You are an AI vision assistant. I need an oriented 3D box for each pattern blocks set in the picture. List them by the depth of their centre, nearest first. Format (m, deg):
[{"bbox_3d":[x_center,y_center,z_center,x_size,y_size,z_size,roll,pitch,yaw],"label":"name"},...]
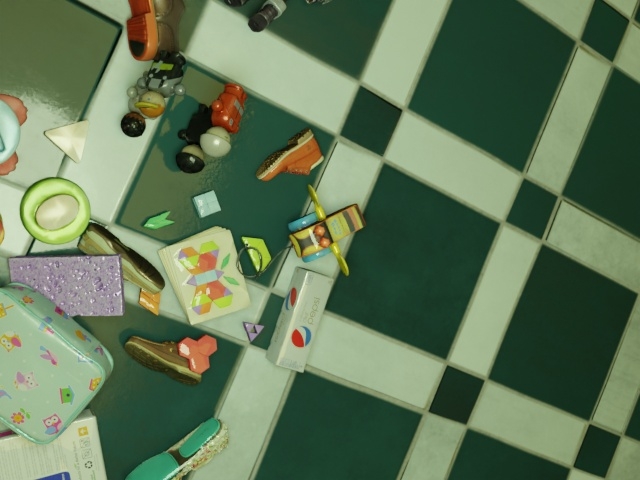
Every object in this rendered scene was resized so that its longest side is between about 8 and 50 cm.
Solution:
[{"bbox_3d":[-0.233,0.076,1.668,0.285,0.026,0.325,-33,97,-20],"label":"pattern blocks set"}]

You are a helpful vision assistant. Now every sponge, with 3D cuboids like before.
[{"bbox_3d":[-0.480,0.086,1.545,0.210,0.031,0.117,-1,98,0],"label":"sponge"}]

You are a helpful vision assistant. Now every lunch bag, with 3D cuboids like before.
[{"bbox_3d":[-0.546,0.226,1.497,0.279,0.108,0.224,39,97,-5],"label":"lunch bag"}]

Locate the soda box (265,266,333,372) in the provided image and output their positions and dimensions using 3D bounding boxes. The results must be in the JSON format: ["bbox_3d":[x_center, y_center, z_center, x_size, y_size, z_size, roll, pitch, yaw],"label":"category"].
[{"bbox_3d":[-0.046,0.170,1.767,0.069,0.074,0.216,20,88,-24],"label":"soda box"}]

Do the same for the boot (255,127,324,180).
[{"bbox_3d":[-0.062,-0.161,1.734,0.158,0.059,0.084,-38,114,-17],"label":"boot"}]

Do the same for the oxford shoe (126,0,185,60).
[{"bbox_3d":[-0.318,-0.484,1.577,0.098,0.097,0.271,-7,104,-43],"label":"oxford shoe"}]

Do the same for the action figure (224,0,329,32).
[{"bbox_3d":[-0.058,-0.552,1.673,0.285,0.099,0.185,-42,103,-18],"label":"action figure"}]

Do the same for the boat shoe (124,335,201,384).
[{"bbox_3d":[-0.318,0.236,1.668,0.178,0.064,0.060,31,53,-25],"label":"boat shoe"}]

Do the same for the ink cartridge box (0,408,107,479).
[{"bbox_3d":[-0.605,0.457,1.558,0.371,0.069,0.175,-11,101,-25],"label":"ink cartridge box"}]

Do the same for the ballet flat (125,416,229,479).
[{"bbox_3d":[-0.288,0.465,1.693,0.241,0.091,0.077,-32,130,-14],"label":"ballet flat"}]

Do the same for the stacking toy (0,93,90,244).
[{"bbox_3d":[-0.552,-0.112,1.481,0.280,0.130,0.309,1,96,-24],"label":"stacking toy"}]

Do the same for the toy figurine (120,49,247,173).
[{"bbox_3d":[-0.267,-0.237,1.548,0.209,0.213,0.148,27,71,-25],"label":"toy figurine"}]

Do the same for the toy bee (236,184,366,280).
[{"bbox_3d":[0.000,0.000,1.688,0.195,0.162,0.298,49,61,-16],"label":"toy bee"}]

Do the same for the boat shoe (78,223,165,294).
[{"bbox_3d":[-0.391,0.050,1.592,0.190,0.068,0.072,40,100,6],"label":"boat shoe"}]
